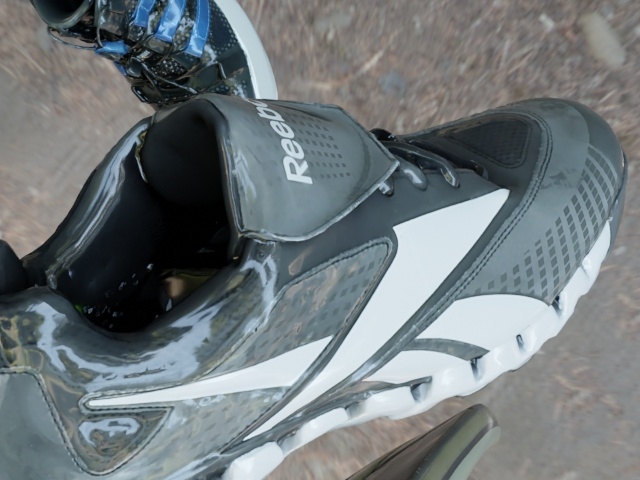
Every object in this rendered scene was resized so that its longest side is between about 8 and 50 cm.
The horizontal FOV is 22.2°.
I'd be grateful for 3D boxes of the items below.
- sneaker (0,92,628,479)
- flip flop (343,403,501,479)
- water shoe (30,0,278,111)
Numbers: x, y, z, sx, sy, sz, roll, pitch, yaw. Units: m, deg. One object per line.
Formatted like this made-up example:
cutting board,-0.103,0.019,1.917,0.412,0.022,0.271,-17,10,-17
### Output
sneaker,0.000,0.000,0.437,0.234,0.106,0.078,-28,45,-28
flip flop,0.030,0.157,0.687,0.112,0.277,0.080,-34,101,20
water shoe,-0.094,-0.104,0.724,0.203,0.073,0.080,57,42,-26
